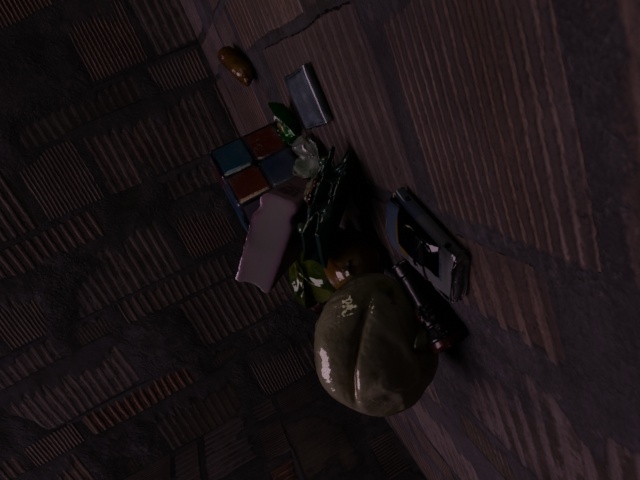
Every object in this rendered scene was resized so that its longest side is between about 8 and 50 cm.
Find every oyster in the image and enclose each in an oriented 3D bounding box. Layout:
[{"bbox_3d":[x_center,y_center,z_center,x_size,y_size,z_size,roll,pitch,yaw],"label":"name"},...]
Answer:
[{"bbox_3d":[-0.044,-0.263,1.570,0.252,0.087,0.200,114,138,-69],"label":"oyster"}]

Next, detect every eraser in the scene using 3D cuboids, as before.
[{"bbox_3d":[-0.111,-0.034,1.414,0.359,0.122,0.273,-52,-19,-73],"label":"eraser"}]

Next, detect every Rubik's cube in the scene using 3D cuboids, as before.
[{"bbox_3d":[-0.242,-0.243,2.007,0.319,0.313,0.316,58,170,25],"label":"Rubik's cube"}]

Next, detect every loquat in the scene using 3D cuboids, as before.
[{"bbox_3d":[0.095,0.064,1.433,0.227,0.179,0.179,-120,8,-48],"label":"loquat"}]

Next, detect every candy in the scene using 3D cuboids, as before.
[{"bbox_3d":[-0.114,-0.396,1.639,0.203,0.078,0.141,-45,-61,-88],"label":"candy"}]

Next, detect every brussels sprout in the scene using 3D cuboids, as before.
[{"bbox_3d":[0.024,0.100,1.643,0.227,0.259,0.295,39,-118,-63],"label":"brussels sprout"}]

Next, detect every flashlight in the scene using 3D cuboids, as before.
[{"bbox_3d":[0.247,0.149,1.125,0.232,0.092,0.093,61,170,19],"label":"flashlight"}]

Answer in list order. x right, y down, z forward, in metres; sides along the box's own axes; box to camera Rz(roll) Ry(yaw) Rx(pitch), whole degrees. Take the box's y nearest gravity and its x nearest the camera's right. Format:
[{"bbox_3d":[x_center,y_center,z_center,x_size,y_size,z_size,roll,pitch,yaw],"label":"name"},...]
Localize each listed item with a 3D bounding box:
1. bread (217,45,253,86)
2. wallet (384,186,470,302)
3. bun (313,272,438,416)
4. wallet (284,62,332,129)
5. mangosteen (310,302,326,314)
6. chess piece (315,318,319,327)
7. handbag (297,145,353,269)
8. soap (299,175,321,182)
[{"bbox_3d":[-0.339,-0.717,1.957,0.124,0.084,0.344,41,-172,-43],"label":"bread"},{"bbox_3d":[0.215,0.016,0.993,0.231,0.069,0.170,54,162,38],"label":"wallet"},{"bbox_3d":[0.162,0.262,1.191,0.219,0.365,0.366,-13,106,49],"label":"bun"},{"bbox_3d":[-0.035,-0.398,1.326,0.168,0.036,0.222,66,169,-14],"label":"wallet"},{"bbox_3d":[0.060,0.216,2.045,0.261,0.236,0.236,15,153,13],"label":"mangosteen"},{"bbox_3d":[0.096,0.306,1.859,0.145,0.251,0.144,60,171,16],"label":"chess piece"},{"bbox_3d":[0.006,-0.087,1.297,0.100,0.269,0.274,16,163,9],"label":"handbag"},{"bbox_3d":[-0.017,-0.178,1.724,0.203,0.065,0.122,61,170,19],"label":"soap"}]
